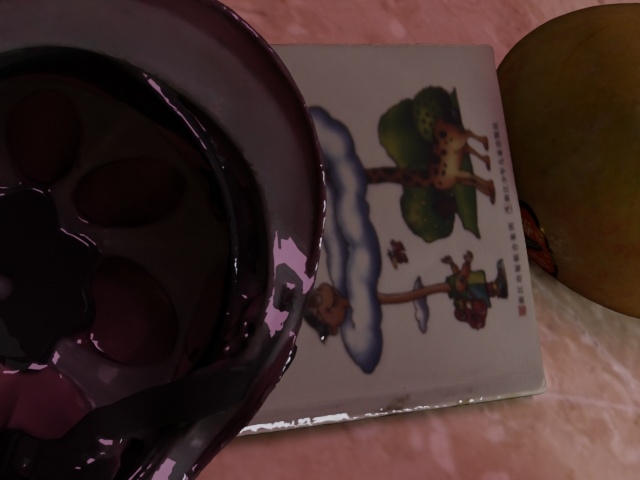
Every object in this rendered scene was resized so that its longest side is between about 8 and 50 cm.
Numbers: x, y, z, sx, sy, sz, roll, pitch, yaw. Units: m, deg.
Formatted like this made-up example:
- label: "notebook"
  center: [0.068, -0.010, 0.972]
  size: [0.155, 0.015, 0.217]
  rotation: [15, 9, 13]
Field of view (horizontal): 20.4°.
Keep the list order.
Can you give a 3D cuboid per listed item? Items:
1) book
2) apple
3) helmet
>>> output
- label: "book"
  center: [-0.009, -0.006, 1.186]
  size: [0.371, 0.043, 0.260]
  rotation: [-4, 83, -35]
- label: "apple"
  center: [0.250, -0.065, 1.343]
  size: [0.261, 0.194, 0.260]
  rotation: [18, 53, -25]
- label: "helmet"
  center: [-0.159, 0.021, 0.964]
  size: [0.271, 0.197, 0.338]
  rotation: [32, 84, -13]
